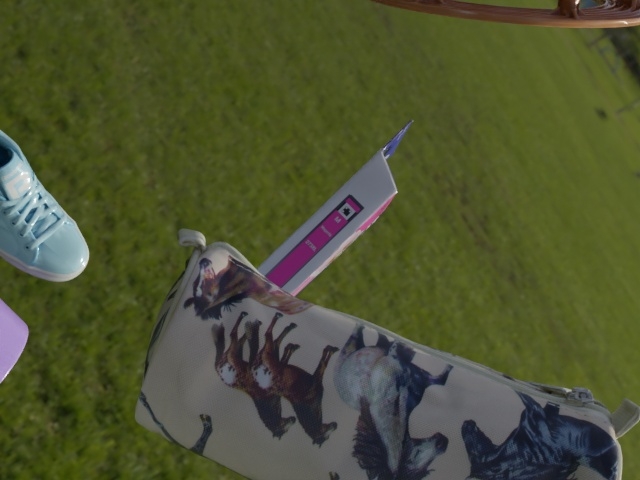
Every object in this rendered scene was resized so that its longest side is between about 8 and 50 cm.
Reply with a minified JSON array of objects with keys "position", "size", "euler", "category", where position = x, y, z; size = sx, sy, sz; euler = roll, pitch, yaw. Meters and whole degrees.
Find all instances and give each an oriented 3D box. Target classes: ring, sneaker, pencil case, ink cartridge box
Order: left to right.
[{"position":[-0.508,-0.074,1.917],"size":[0.366,0.135,0.150],"euler":[46,-24,-16],"category":"sneaker"},{"position":[0.000,0.000,1.594],"size":[0.069,0.371,0.176],"euler":[43,-11,3],"category":"ink cartridge box"},{"position":[0.042,0.139,0.969],"size":[0.410,0.183,0.160],"euler":[23,-5,1],"category":"pencil case"},{"position":[0.198,-0.277,1.290],"size":[0.336,0.337,0.032],"euler":[-69,165,-69],"category":"ring"}]

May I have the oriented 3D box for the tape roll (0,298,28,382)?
[{"position":[-0.626,0.209,1.995],"size":[0.090,0.275,0.274],"euler":[50,19,-24],"category":"tape roll"}]
